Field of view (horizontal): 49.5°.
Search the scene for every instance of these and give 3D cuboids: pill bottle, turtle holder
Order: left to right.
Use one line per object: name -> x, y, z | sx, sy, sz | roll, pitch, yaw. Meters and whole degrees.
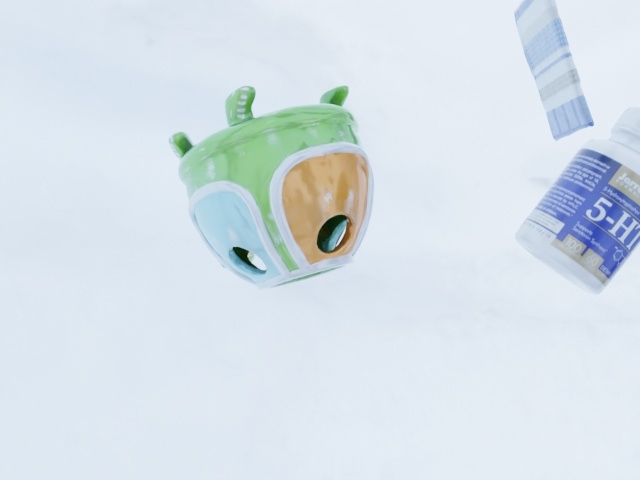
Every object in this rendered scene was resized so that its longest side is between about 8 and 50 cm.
turtle holder -> -0.077, -0.050, 0.921 | 0.243, 0.320, 0.227 | -8, 80, -61
pill bottle -> 0.311, -0.045, 0.754 | 0.112, 0.112, 0.186 | 34, 96, -23

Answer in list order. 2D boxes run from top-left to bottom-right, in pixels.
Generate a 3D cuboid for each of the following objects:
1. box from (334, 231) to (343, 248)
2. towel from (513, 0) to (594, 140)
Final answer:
box -> 0.000, 0.000, 1.098 | 0.018, 0.067, 0.083 | 56, 32, -19
towel -> 0.445, -0.339, 1.328 | 0.034, 0.209, 0.285 | -18, 90, 3
